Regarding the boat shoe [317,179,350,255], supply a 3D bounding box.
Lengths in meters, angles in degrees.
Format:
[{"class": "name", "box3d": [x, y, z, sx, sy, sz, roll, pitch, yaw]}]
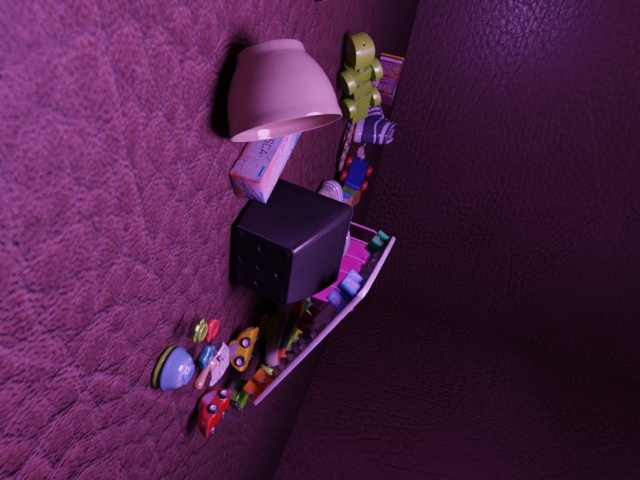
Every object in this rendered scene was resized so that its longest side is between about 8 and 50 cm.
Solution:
[{"class": "boat shoe", "box3d": [0.027, -0.057, 1.396, 0.094, 0.109, 0.302, -43, 135, -39]}]

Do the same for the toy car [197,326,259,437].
[{"class": "toy car", "box3d": [-0.200, 0.325, 0.919, 0.225, 0.053, 0.239, 94, 17, -54]}]

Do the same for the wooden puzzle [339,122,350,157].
[{"class": "wooden puzzle", "box3d": [0.085, -0.361, 1.484, 0.078, 0.014, 0.116, 40, 67, -84]}]

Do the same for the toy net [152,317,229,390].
[{"class": "toy net", "box3d": [-0.204, 0.194, 0.713, 0.232, 0.045, 0.122, 76, 30, -74]}]

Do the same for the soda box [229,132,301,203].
[{"class": "soda box", "box3d": [-0.090, -0.156, 0.716, 0.063, 0.058, 0.183, 89, 21, -60]}]

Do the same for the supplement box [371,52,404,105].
[{"class": "supplement box", "box3d": [0.277, -0.682, 1.748, 0.081, 0.104, 0.188, 64, 44, -76]}]

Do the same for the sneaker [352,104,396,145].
[{"class": "sneaker", "box3d": [0.228, -0.484, 1.626, 0.099, 0.153, 0.282, 90, 15, -59]}]

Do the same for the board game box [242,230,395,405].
[{"class": "board game box", "box3d": [0.010, 0.163, 0.995, 0.390, 0.050, 0.390, -50, 177, 24]}]

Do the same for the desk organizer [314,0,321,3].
[{"class": "desk organizer", "box3d": [0.006, -0.480, 0.743, 0.130, 0.047, 0.050, -11, 119, -79]}]

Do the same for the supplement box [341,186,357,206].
[{"class": "supplement box", "box3d": [0.117, -0.186, 1.763, 0.233, 0.080, 0.078, -41, 144, -67]}]

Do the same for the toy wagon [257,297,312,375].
[{"class": "toy wagon", "box3d": [-0.107, 0.271, 1.248, 0.344, 0.068, 0.267, 52, 55, -75]}]

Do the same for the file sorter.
[{"class": "file sorter", "box3d": [0.084, 0.086, 1.590, 0.182, 0.202, 0.291, 106, 5, -65]}]

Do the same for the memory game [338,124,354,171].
[{"class": "memory game", "box3d": [0.097, -0.344, 1.516, 0.186, 0.012, 0.186, 17, 90, -87]}]

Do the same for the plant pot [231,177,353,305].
[{"class": "plant pot", "box3d": [-0.071, 0.012, 0.797, 0.167, 0.188, 0.188, -40, 148, -51]}]

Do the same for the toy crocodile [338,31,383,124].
[{"class": "toy crocodile", "box3d": [0.109, -0.459, 1.220, 0.115, 0.105, 0.340, -30, 165, -3]}]

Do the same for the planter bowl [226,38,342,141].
[{"class": "planter bowl", "box3d": [-0.060, -0.210, 0.578, 0.162, 0.162, 0.109, -39, 117, -73]}]

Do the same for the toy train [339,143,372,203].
[{"class": "toy train", "box3d": [0.128, -0.259, 1.612, 0.143, 0.105, 0.248, -56, -170, 50]}]
